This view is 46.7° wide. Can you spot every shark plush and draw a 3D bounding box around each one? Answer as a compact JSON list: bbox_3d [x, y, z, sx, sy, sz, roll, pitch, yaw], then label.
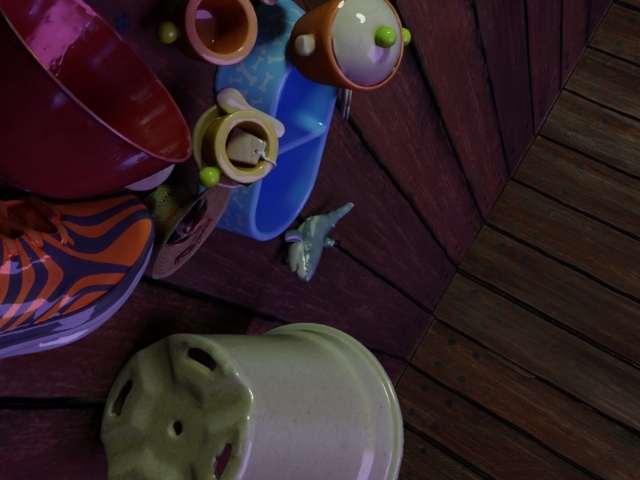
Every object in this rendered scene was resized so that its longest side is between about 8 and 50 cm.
[{"bbox_3d":[0.000,0.000,1.167,0.161,0.067,0.073,-41,151,-41],"label":"shark plush"}]

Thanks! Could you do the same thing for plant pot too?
[{"bbox_3d":[-0.102,0.253,0.975,0.334,0.334,0.305,-61,148,1],"label":"plant pot"}]

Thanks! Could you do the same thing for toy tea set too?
[{"bbox_3d":[-0.054,-0.157,0.674,0.336,0.124,0.200,-52,122,-17],"label":"toy tea set"}]

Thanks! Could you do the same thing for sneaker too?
[{"bbox_3d":[-0.243,-0.002,0.539,0.321,0.124,0.180,-37,150,-46],"label":"sneaker"}]

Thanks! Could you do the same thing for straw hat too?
[{"bbox_3d":[-0.157,-0.028,0.788,0.144,0.061,0.144,-52,174,-7],"label":"straw hat"}]

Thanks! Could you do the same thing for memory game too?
[{"bbox_3d":[0.037,-0.239,0.903,0.186,0.012,0.186,-174,-90,-89],"label":"memory game"}]

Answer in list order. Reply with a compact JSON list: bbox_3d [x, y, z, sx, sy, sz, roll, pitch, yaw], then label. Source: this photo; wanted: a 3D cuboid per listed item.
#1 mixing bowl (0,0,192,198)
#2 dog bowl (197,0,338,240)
[{"bbox_3d":[-0.187,-0.096,0.522,0.098,0.181,0.181,-39,163,14],"label":"mixing bowl"},{"bbox_3d":[-0.054,-0.128,0.875,0.166,0.074,0.297,-34,147,-50],"label":"dog bowl"}]
